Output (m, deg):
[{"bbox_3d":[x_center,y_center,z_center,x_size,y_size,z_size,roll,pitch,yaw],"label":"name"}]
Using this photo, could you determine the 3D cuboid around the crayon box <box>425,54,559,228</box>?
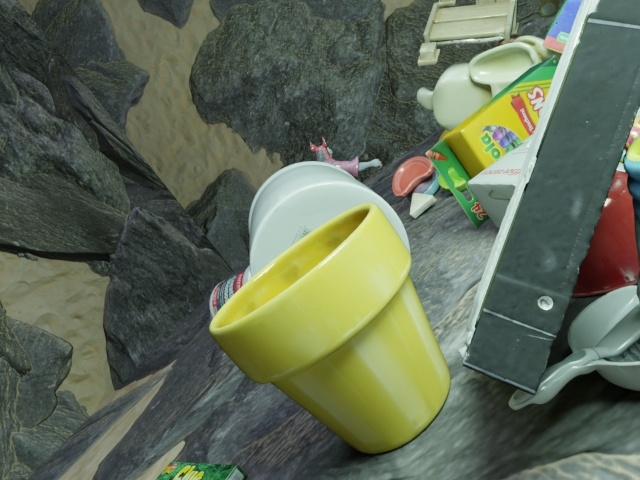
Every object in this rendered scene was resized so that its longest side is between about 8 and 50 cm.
[{"bbox_3d":[0.397,-0.194,0.903,0.318,0.202,0.081,-39,9,-9],"label":"crayon box"}]

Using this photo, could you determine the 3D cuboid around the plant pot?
[{"bbox_3d":[0.033,0.119,0.563,0.254,0.239,0.254,-36,8,6],"label":"plant pot"}]

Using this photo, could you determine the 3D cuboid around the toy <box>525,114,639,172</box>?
[{"bbox_3d":[0.416,-0.141,0.580,0.237,0.056,0.137,25,54,36],"label":"toy"}]

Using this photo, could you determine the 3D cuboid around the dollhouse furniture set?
[{"bbox_3d":[0.439,-0.514,1.120,0.303,0.174,0.356,7,59,26],"label":"dollhouse furniture set"}]

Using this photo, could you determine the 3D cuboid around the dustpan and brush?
[{"bbox_3d":[0.258,0.096,0.387,0.211,0.060,0.147,-38,9,-5],"label":"dustpan and brush"}]

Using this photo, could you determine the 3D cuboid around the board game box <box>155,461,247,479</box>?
[{"bbox_3d":[-0.231,0.423,0.714,0.259,0.030,0.136,-28,10,44],"label":"board game box"}]

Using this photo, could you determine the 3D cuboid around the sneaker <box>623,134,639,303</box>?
[{"bbox_3d":[0.322,-0.027,0.219,0.127,0.208,0.318,-41,21,-32],"label":"sneaker"}]

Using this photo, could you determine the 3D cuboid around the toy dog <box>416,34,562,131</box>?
[{"bbox_3d":[0.522,-0.425,1.269,0.395,0.285,0.407,5,31,45],"label":"toy dog"}]

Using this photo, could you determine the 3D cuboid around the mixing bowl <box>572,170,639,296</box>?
[{"bbox_3d":[0.343,-0.024,0.561,0.181,0.098,0.181,-35,9,6],"label":"mixing bowl"}]

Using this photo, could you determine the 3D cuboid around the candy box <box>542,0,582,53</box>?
[{"bbox_3d":[0.699,-0.499,1.063,0.317,0.268,0.122,-46,-20,-50],"label":"candy box"}]

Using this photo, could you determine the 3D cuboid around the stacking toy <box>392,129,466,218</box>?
[{"bbox_3d":[0.389,-0.188,1.377,0.308,0.130,0.280,-36,35,27],"label":"stacking toy"}]

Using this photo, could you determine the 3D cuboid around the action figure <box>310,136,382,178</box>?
[{"bbox_3d":[0.058,-0.159,1.471,0.275,0.370,0.248,-40,10,-29],"label":"action figure"}]

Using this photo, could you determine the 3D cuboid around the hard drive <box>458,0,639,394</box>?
[{"bbox_3d":[0.220,-0.045,0.426,0.237,0.064,0.339,15,-87,-69],"label":"hard drive"}]

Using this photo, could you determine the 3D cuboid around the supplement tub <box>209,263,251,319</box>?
[{"bbox_3d":[-0.187,0.167,1.333,0.272,0.191,0.191,-31,11,38],"label":"supplement tub"}]

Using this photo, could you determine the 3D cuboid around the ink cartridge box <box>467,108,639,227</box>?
[{"bbox_3d":[0.422,-0.132,0.756,0.272,0.114,0.197,-36,9,0],"label":"ink cartridge box"}]

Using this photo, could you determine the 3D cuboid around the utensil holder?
[{"bbox_3d":[0.000,0.000,0.995,0.327,0.328,0.385,-37,16,2],"label":"utensil holder"}]
